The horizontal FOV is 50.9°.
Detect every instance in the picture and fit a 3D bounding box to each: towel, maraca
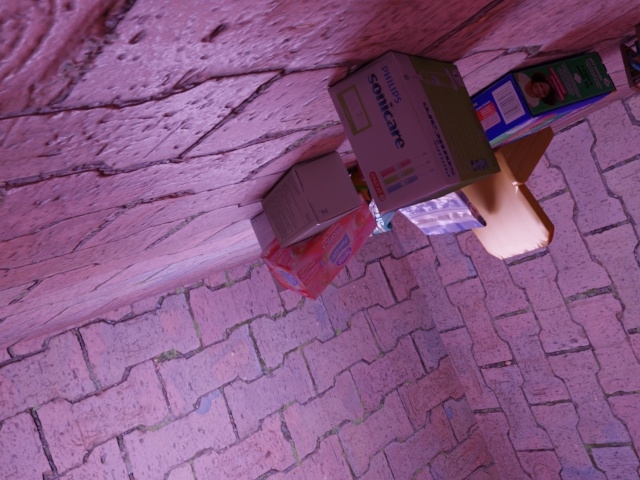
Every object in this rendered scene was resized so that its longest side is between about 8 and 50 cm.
[{"bbox_3d":[0.336,-0.086,1.934,0.209,0.034,0.285,-10,152,31],"label":"towel"},{"bbox_3d":[0.132,-0.168,1.911,0.127,0.099,0.185,-12,-165,-18],"label":"maraca"}]

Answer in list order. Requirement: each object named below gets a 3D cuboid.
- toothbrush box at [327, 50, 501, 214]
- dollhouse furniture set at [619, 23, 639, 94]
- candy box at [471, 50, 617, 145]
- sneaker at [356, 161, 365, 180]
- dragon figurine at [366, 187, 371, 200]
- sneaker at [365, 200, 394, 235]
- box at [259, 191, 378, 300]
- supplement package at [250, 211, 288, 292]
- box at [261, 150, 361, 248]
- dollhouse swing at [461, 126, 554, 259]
[{"bbox_3d":[0.160,-0.171,1.070,0.122,0.206,0.283,-24,177,30],"label":"toothbrush box"},{"bbox_3d":[0.772,-0.456,1.607,0.183,0.129,0.129,11,156,-37],"label":"dollhouse furniture set"},{"bbox_3d":[0.493,-0.322,1.618,0.317,0.122,0.268,-22,176,-30],"label":"candy box"},{"bbox_3d":[0.150,-0.202,1.718,0.074,0.063,0.170,-15,169,-23],"label":"sneaker"},{"bbox_3d":[0.226,-0.207,1.795,0.289,0.085,0.144,-26,169,-42],"label":"dragon figurine"},{"bbox_3d":[0.192,-0.123,2.173,0.110,0.107,0.275,-7,142,-4],"label":"sneaker"},{"bbox_3d":[0.000,0.000,1.874,0.154,0.142,0.300,18,-121,45],"label":"box"},{"bbox_3d":[-0.086,0.015,2.036,0.139,0.244,0.134,-21,176,-36],"label":"supplement package"},{"bbox_3d":[-0.031,-0.089,1.622,0.121,0.148,0.311,-23,178,-21],"label":"box"},{"bbox_3d":[0.572,-0.172,2.006,0.315,0.305,0.347,-53,-171,-24],"label":"dollhouse swing"}]
